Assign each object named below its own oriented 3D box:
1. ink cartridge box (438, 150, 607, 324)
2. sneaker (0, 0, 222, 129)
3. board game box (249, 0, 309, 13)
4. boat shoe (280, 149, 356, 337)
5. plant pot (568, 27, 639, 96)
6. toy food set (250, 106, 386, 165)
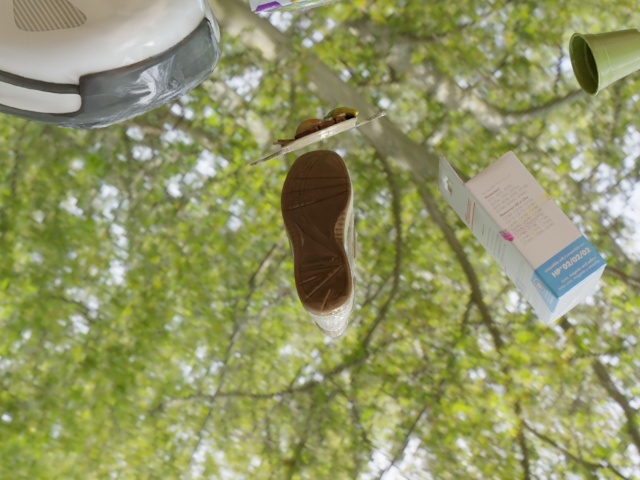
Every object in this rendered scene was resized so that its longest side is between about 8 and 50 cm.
[{"bbox_3d":[0.193,-0.015,1.133,0.061,0.104,0.181,-35,-107,-7],"label":"ink cartridge box"},{"bbox_3d":[-0.217,-0.267,0.674,0.169,0.257,0.447,-28,-127,-22],"label":"sneaker"},{"bbox_3d":[-0.009,-0.376,1.472,0.142,0.144,0.275,-13,-171,12],"label":"board game box"},{"bbox_3d":[0.000,0.000,1.949,0.121,0.110,0.341,-4,-125,6],"label":"boat shoe"},{"bbox_3d":[0.369,-0.235,1.470,0.079,0.083,0.083,-19,-135,-7],"label":"plant pot"},{"bbox_3d":[-0.007,-0.166,1.722,0.192,0.038,0.132,-23,-176,-25],"label":"toy food set"}]
